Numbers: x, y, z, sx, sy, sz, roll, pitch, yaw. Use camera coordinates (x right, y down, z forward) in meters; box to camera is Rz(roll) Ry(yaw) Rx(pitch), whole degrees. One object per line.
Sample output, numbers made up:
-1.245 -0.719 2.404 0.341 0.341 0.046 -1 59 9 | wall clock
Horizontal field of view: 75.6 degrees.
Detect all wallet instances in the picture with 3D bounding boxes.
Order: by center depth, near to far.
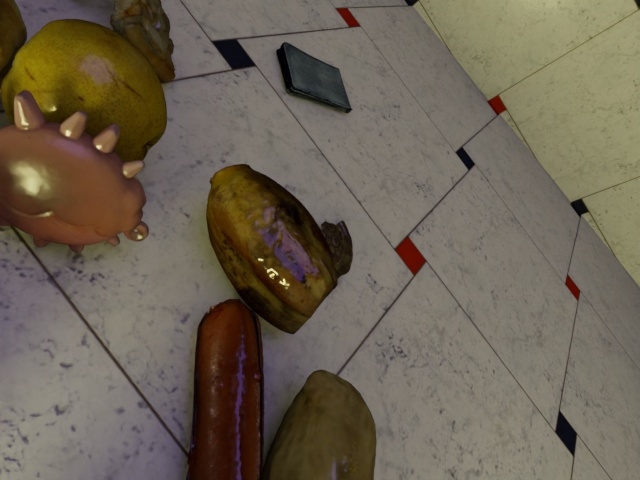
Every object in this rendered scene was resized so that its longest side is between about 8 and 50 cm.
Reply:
-0.016 -0.445 1.139 0.222 0.036 0.168 5 61 -40 | wallet

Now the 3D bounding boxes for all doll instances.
-0.333 -0.073 0.517 0.261 0.211 0.093 31 24 -32 | doll

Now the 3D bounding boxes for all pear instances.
-0.331 -0.201 0.605 0.208 0.209 0.209 21 52 -30 | pear

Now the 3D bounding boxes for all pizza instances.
-0.327 -0.448 0.781 0.071 0.189 0.297 -13 70 3 | pizza

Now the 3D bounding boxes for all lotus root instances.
-0.080 0.001 0.706 0.291 0.193 0.193 53 44 4 | lotus root

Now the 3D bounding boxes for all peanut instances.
0.012 0.372 0.556 0.192 0.169 0.387 26 50 -34 | peanut

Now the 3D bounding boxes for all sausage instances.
-0.124 0.241 0.571 0.102 0.102 0.331 17 54 -32 | sausage

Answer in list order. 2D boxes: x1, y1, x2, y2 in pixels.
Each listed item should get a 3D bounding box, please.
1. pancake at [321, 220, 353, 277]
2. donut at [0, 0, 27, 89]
0.000 0.000 0.884 0.184 0.020 0.190 44 44 -8 | pancake
-0.562 -0.282 0.481 0.360 0.170 0.361 19 55 -29 | donut
